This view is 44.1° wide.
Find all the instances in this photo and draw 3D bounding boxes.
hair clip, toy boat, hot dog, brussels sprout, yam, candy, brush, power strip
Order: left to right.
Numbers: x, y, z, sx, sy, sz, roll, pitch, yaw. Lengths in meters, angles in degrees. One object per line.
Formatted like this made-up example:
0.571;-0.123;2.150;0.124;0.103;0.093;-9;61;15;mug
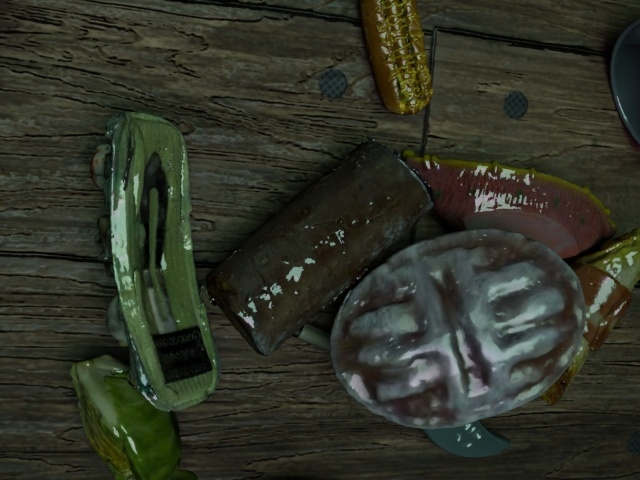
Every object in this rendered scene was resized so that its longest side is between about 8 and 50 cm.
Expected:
-0.209;0.204;0.881;0.101;0.139;0.180;-20;98;-20;brussels sprout
-0.193;0.024;0.868;0.091;0.138;0.321;-8;88;24;hair clip
-0.014;0.112;0.975;0.299;0.039;0.042;24;89;-18;brush
-0.001;0.000;0.905;0.280;0.131;0.131;-40;105;-17;yam
0.093;-0.232;0.959;0.071;0.045;0.165;-16;100;-15;hot dog
0.154;0.101;0.922;0.290;0.157;0.214;-17;85;0;candy
0.180;0.183;1.033;0.137;0.044;0.215;-11;100;-13;power strip
0.251;-0.036;1.005;0.318;0.099;0.141;17;133;-17;toy boat
0.342;0.084;1.037;0.261;0.093;0.123;-54;144;-4;hot dog

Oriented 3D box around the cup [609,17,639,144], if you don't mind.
0.559;-0.238;1.007;0.312;0.205;0.205;-25;102;-12;cup
